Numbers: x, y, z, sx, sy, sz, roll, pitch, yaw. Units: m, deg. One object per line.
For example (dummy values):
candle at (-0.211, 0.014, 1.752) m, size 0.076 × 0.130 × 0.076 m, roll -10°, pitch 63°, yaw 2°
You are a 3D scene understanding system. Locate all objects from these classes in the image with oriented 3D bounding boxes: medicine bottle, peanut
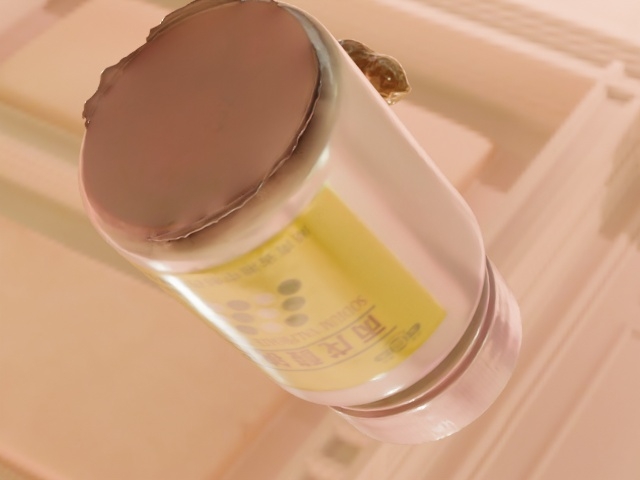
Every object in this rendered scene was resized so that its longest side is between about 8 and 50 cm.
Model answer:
medicine bottle at (0.000, 0.000, 1.161) m, size 0.213 × 0.378 × 0.214 m, roll -16°, pitch -126°, yaw 24°
peanut at (0.042, -0.154, 1.408) m, size 0.054 × 0.054 × 0.113 m, roll -26°, pitch -144°, yaw -28°
